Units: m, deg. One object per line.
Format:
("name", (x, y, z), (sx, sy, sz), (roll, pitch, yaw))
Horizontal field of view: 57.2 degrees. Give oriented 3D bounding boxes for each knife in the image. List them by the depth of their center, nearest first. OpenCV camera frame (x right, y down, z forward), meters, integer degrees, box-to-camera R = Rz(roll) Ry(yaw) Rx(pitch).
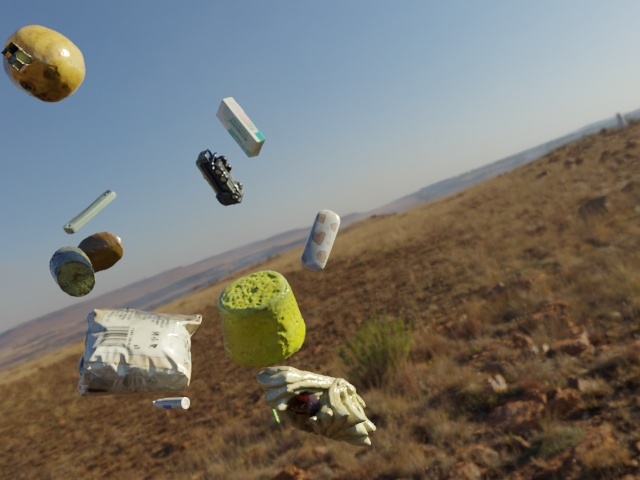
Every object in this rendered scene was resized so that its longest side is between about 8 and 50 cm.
("knife", (-0.601, -0.075, 1.526), (0.044, 0.023, 0.162), (14, 50, 33))
("knife", (-0.196, 0.598, 2.226), (0.015, 0.212, 0.054), (-26, -39, -2))

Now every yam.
("yam", (-0.900, 0.107, 2.127), (0.154, 0.153, 0.254), (-21, 20, -22))

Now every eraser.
("eraser", (-0.302, -0.424, 2.210), (0.052, 0.225, 0.095), (-27, -17, -40))

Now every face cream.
("face cream", (-0.449, 0.486, 1.751), (0.130, 0.034, 0.034), (-10, 6, 30))

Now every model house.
("model house", (-0.835, -0.503, 1.631), (0.057, 0.083, 0.058), (-50, -29, -4))

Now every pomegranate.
("pomegranate", (-0.932, -0.596, 1.984), (0.261, 0.260, 0.260), (-20, 1, 1))

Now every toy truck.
("toy truck", (-0.324, -0.199, 1.877), (0.088, 0.201, 0.074), (-15, 40, 18))

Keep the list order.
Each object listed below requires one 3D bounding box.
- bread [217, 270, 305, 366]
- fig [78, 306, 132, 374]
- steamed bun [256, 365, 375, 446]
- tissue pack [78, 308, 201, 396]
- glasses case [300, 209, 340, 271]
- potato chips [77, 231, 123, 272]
("bread", (-0.249, 0.314, 2.384), (0.348, 0.307, 0.348), (-8, 36, 6))
("fig", (-0.761, 0.411, 2.185), (0.290, 0.191, 0.190), (-49, 1, 1))
("steamed bun", (0.026, 0.499, 1.704), (0.247, 0.189, 0.428), (-28, -44, 18))
("tissue pack", (-0.603, 0.348, 1.955), (0.390, 0.195, 0.375), (5, 29, -11))
("glasses case", (0.000, 0.000, 1.445), (0.063, 0.164, 0.041), (22, -22, -5))
("potato chips", (-0.887, 0.051, 2.339), (0.202, 0.150, 0.049), (-22, 14, -5))
